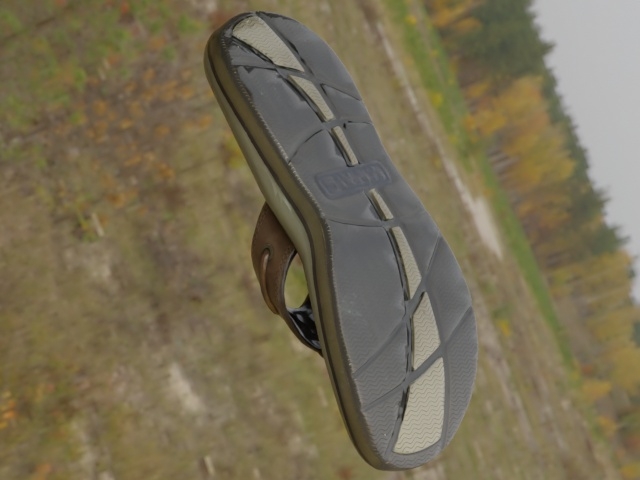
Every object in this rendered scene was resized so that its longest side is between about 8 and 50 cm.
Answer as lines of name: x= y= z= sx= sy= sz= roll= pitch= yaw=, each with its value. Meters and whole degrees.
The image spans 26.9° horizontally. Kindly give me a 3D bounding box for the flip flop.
flip flop: x=0.000 y=0.000 z=0.755 sx=0.112 sy=0.080 sz=0.277 roll=-11 pitch=70 yaw=-45
